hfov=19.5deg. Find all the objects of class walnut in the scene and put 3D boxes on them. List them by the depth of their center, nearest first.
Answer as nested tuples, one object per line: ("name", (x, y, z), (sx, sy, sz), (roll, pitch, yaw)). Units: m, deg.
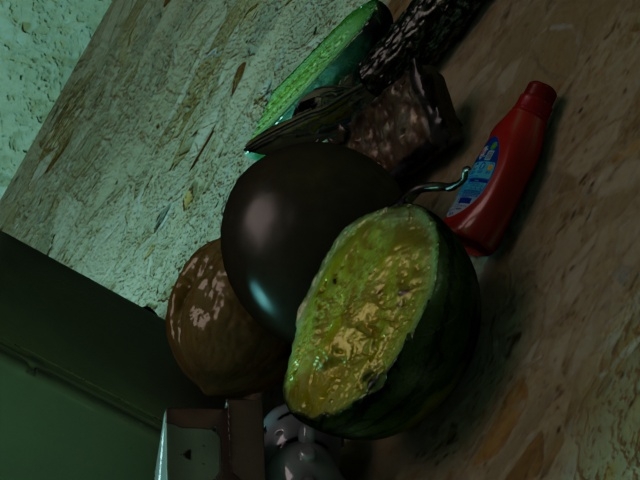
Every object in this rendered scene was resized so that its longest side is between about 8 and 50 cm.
("walnut", (-0.082, 0.081, 1.920), (0.155, 0.155, 0.184), (-32, 33, 54))

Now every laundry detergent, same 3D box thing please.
("laundry detergent", (0.164, -0.067, 1.676), (0.165, 0.049, 0.097), (-62, 16, -10))

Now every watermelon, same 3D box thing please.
("watermelon", (0.067, 0.075, 1.597), (0.204, 0.127, 0.232), (-22, 41, 52))

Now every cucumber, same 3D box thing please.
("cucumber", (0.146, -0.267, 1.961), (0.293, 0.067, 0.067), (-50, 22, 24))
("cucumber", (0.012, -0.186, 2.179), (0.244, 0.063, 0.115), (-43, 21, 41))

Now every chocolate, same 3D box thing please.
("chocolate", (0.042, -0.073, 1.950), (0.329, 0.065, 0.102), (-37, 63, 48))

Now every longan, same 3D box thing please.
("longan", (0.000, 0.000, 1.783), (0.198, 0.198, 0.212), (-41, 7, 44))

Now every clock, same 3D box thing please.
("clock", (-0.016, 0.198, 1.650), (0.176, 0.080, 0.117), (-92, 8, -55))

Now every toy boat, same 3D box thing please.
("toy boat", (-0.013, -0.127, 2.037), (0.084, 0.066, 0.210), (-16, 8, 43))

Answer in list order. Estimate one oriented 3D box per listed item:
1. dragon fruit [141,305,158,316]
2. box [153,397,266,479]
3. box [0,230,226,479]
("dragon fruit", (-0.278, 0.226, 2.280), (0.343, 0.100, 0.282), (-56, 19, 6))
("box", (-0.100, 0.277, 1.619), (0.215, 0.086, 0.215), (106, 163, -56))
("box", (-0.248, 0.175, 1.919), (0.177, 0.352, 0.344), (-56, 18, 14))
